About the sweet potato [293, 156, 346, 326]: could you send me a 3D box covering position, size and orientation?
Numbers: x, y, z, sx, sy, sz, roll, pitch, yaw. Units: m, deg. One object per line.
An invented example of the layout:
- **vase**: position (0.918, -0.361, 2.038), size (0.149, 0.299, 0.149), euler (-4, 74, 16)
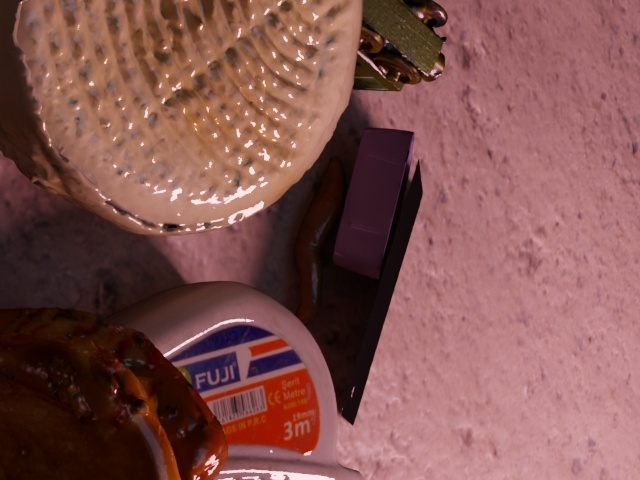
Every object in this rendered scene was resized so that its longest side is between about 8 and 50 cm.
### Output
- **sweet potato**: position (-0.004, -0.002, 1.351), size (0.044, 0.044, 0.179), euler (26, 71, -44)

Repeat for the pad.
- **pad**: position (0.063, 0.056, 1.384), size (0.159, 0.009, 0.265), euler (68, 39, -77)

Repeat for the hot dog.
- **hot dog**: position (-0.187, 0.132, 1.012), size (0.150, 0.257, 0.153), euler (-52, 166, -80)

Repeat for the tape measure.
- **tape measure**: position (-0.101, 0.170, 1.200), size (0.258, 0.130, 0.265), euler (-12, 92, -40)

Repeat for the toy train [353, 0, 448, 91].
- **toy train**: position (0.021, -0.221, 1.285), size (0.225, 0.137, 0.090), euler (35, 74, -38)

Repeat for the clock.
- **clock**: position (0.054, -0.036, 1.375), size (0.110, 0.050, 0.152), euler (76, 28, -77)

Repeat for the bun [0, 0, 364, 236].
- **bun**: position (-0.140, -0.187, 1.076), size (0.364, 0.202, 0.364), euler (-14, 111, -42)
